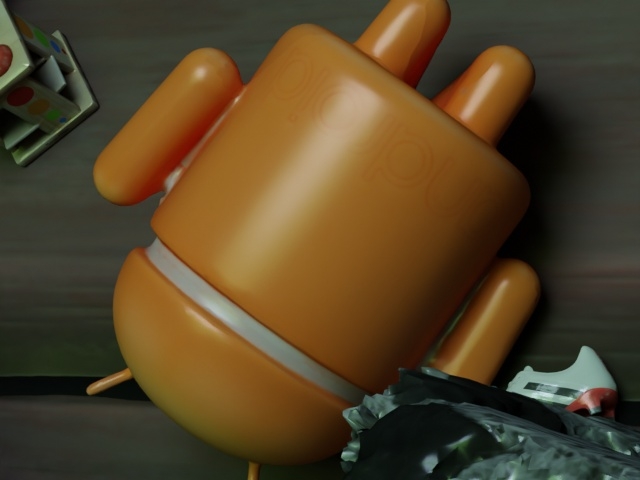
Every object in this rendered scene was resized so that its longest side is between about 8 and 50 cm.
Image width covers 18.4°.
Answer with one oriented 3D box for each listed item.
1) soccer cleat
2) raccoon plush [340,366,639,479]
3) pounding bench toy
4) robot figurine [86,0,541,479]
[{"bbox_3d":[0.081,0.071,0.801,0.083,0.029,0.035,-26,53,17],"label":"soccer cleat"},{"bbox_3d":[0.119,0.232,0.627,0.446,0.216,0.299,19,91,34],"label":"raccoon plush"},{"bbox_3d":[-0.167,-0.071,0.971,0.083,0.065,0.052,-37,59,15],"label":"pounding bench toy"},{"bbox_3d":[-0.002,-0.001,0.813,0.219,0.158,0.128,-55,39,3],"label":"robot figurine"}]
